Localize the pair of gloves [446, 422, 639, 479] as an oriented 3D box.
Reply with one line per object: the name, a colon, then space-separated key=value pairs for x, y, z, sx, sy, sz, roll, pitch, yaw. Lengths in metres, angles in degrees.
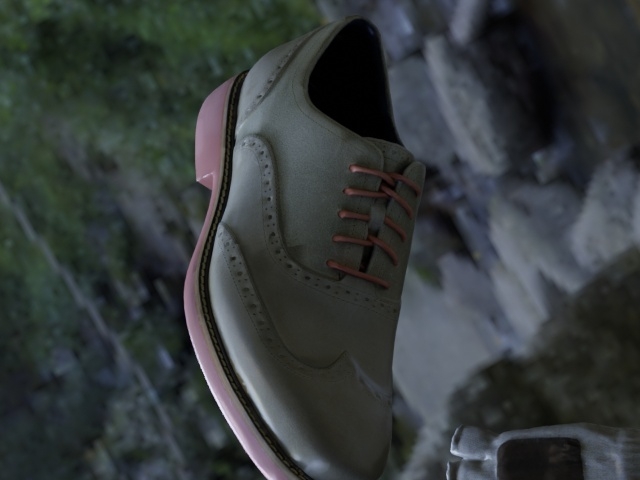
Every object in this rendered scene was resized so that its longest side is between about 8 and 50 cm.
pair of gloves: x=0.171 y=0.231 z=1.258 sx=0.042 sy=0.204 sz=0.240 roll=44 pitch=-132 yaw=-56

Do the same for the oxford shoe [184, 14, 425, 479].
oxford shoe: x=0.000 y=0.000 z=1.298 sx=0.140 sy=0.146 sz=0.397 roll=24 pitch=-140 yaw=-35
